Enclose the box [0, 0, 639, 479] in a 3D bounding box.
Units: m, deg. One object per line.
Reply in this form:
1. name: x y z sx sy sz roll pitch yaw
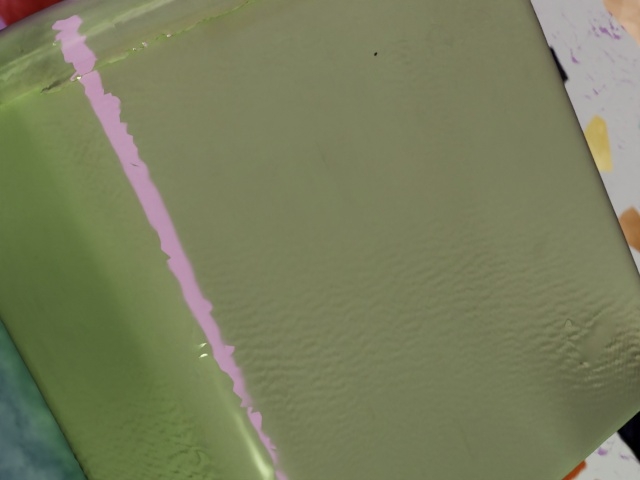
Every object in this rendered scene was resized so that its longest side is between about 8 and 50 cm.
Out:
1. box: 0.000 0.000 0.928 0.352 0.177 0.344 -33 102 -40
